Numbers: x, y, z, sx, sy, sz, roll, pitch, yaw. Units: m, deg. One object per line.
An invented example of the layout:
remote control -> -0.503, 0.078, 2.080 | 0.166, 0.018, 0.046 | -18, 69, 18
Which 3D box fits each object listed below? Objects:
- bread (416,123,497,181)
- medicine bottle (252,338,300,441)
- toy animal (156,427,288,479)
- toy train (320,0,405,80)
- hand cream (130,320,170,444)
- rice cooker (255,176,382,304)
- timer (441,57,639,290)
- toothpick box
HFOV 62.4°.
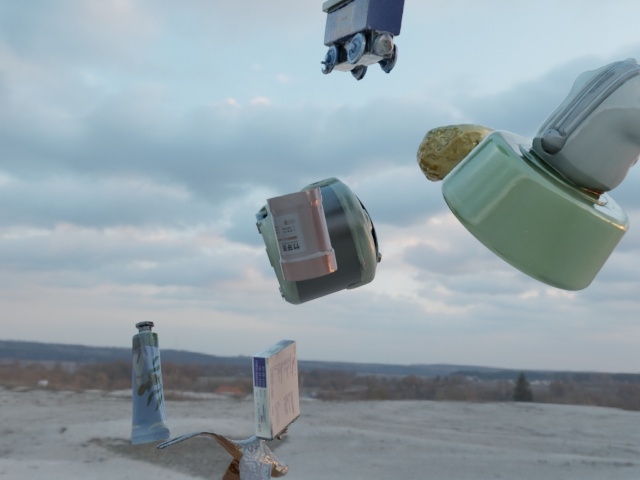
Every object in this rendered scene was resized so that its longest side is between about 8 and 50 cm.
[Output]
bread -> 0.362, -0.218, 1.385 | 0.245, 0.134, 0.244 | -2, -1, 0
medicine bottle -> -0.102, 0.359, 1.292 | 0.052, 0.200, 0.171 | -1, 5, 22
toy animal -> -0.234, 0.569, 1.415 | 0.302, 0.284, 0.225 | -34, 2, -38
toy train -> 0.100, -0.507, 1.289 | 0.131, 0.201, 0.300 | 4, 9, -24
hand cream -> -0.398, 0.322, 1.220 | 0.091, 0.271, 0.058 | -11, -21, 3
rice cooker -> 0.000, 0.000, 1.554 | 0.326, 0.334, 0.335 | -19, -12, -6
timer -> 0.396, -0.127, 0.823 | 0.291, 0.290, 0.315 | 12, -56, -34
toothpick box -> -0.032, -0.012, 0.930 | 0.099, 0.148, 0.098 | -12, 5, 1
